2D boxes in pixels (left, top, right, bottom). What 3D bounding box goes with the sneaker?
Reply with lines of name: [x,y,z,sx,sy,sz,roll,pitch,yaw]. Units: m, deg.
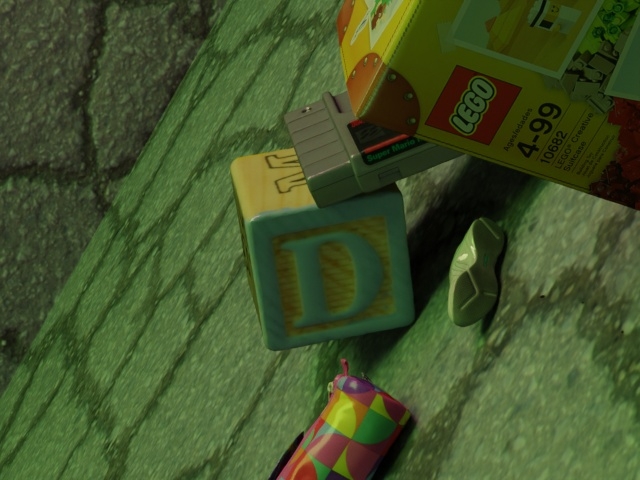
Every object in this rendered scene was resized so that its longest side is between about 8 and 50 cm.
sneaker: [0.173,0.046,1.760,0.061,0.054,0.152,-50,15,47]

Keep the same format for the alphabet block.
alphabet block: [0.000,0.000,1.916,0.197,0.193,0.192,-111,13,-63]

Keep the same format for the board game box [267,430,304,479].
board game box: [-0.041,0.309,1.857,0.133,0.033,0.168,-57,-13,-25]

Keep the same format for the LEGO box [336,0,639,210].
LEGO box: [0.286,-0.301,1.354,0.193,0.372,0.500,-99,30,-53]

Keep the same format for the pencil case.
pencil case: [0.009,0.261,1.765,0.236,0.104,0.104,-60,21,-1]

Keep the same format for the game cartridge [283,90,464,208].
game cartridge: [0.137,-0.163,1.847,0.355,0.068,0.230,-22,22,1]
